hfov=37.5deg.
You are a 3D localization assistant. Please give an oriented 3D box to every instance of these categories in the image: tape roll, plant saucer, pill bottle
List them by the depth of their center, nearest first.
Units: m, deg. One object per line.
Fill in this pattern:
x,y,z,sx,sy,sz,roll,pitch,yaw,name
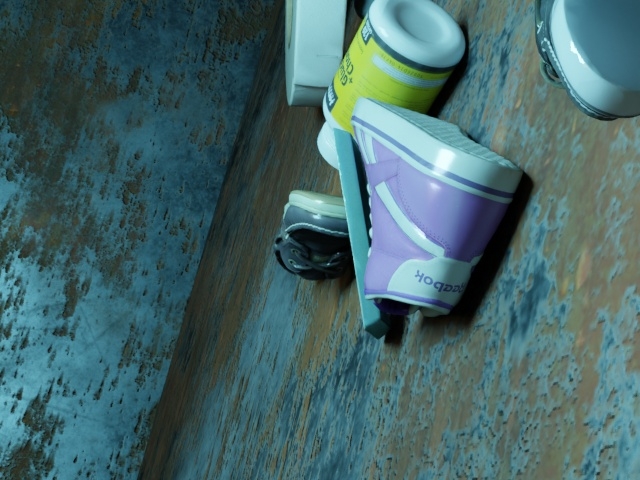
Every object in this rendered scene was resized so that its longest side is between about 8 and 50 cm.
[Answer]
0.039,-0.007,0.870,0.067,0.018,0.192,45,-146,-70,plant saucer
0.064,-0.154,0.967,0.184,0.103,0.103,121,162,-44,pill bottle
-0.012,-0.394,1.436,0.392,0.072,0.391,-179,90,-85,tape roll

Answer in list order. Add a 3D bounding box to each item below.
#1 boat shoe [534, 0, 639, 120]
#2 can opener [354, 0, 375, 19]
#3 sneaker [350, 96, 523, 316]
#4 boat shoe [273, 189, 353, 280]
0.164,-0.134,0.582,0.228,0.080,0.076,-83,11,-46,boat shoe
0.058,-0.391,1.392,0.280,0.074,0.093,-101,32,-66,can opener
0.065,-0.028,0.804,0.282,0.102,0.161,-111,38,-70,sneaker
0.000,0.000,1.050,0.285,0.103,0.092,169,113,-80,boat shoe
